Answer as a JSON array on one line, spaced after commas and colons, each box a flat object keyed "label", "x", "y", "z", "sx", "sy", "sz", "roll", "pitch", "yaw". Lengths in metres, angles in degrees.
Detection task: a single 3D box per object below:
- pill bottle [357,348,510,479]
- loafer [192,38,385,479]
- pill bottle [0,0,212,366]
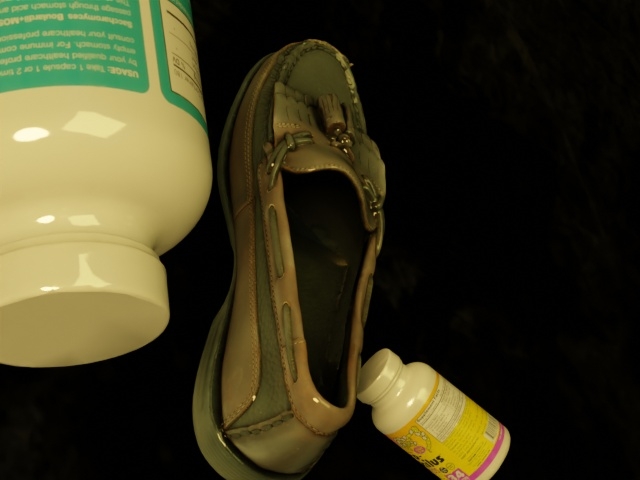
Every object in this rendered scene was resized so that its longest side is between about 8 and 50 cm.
[{"label": "pill bottle", "x": 0.057, "y": 0.093, "z": 1.037, "sx": 0.083, "sy": 0.043, "sz": 0.043, "roll": 39, "pitch": 47, "yaw": -15}, {"label": "loafer", "x": 0.000, "y": 0.000, "z": 1.013, "sx": 0.096, "sy": 0.084, "sz": 0.267, "roll": 25, "pitch": 52, "yaw": -27}, {"label": "pill bottle", "x": -0.129, "y": -0.080, "z": 0.908, "sx": 0.146, "sy": 0.146, "sz": 0.264, "roll": 10, "pitch": 60, "yaw": -36}]
